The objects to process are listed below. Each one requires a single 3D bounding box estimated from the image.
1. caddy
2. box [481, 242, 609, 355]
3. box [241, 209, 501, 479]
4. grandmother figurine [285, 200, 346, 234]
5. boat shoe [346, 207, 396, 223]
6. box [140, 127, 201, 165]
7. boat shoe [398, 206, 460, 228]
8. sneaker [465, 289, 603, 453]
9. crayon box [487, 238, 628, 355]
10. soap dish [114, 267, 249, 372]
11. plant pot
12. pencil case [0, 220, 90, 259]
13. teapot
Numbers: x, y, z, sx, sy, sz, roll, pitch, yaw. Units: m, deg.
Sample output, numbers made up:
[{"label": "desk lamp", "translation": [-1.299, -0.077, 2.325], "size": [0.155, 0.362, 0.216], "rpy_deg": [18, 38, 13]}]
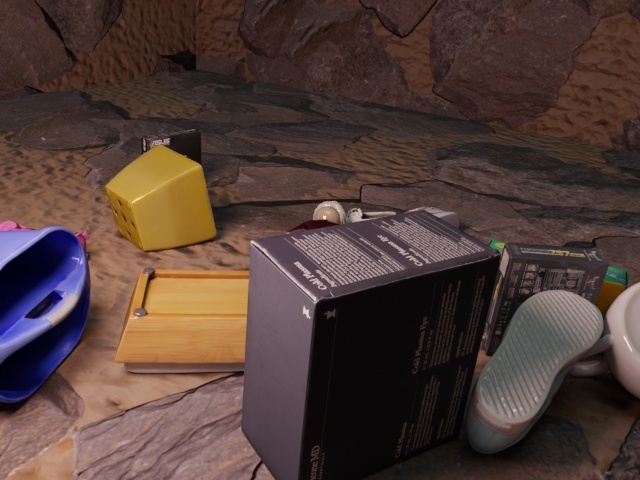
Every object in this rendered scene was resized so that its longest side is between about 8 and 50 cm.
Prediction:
[{"label": "caddy", "translation": [-0.504, 0.115, 1.065], "size": [0.179, 0.241, 0.341], "rpy_deg": [1, 24, 8]}, {"label": "box", "translation": [0.423, 0.121, 1.215], "size": [0.183, 0.232, 0.059], "rpy_deg": [4, 30, -1]}, {"label": "box", "translation": [0.064, 0.157, 0.936], "size": [0.312, 0.343, 0.179], "rpy_deg": [-11, 30, -32]}, {"label": "grandmother figurine", "translation": [0.000, 0.000, 1.557], "size": [0.208, 0.104, 0.342], "rpy_deg": [16, 31, 4]}, {"label": "boat shoe", "translation": [0.099, -0.054, 1.741], "size": [0.226, 0.076, 0.083], "rpy_deg": [0, 24, -10]}, {"label": "box", "translation": [-0.447, -0.235, 1.917], "size": [0.045, 0.184, 0.191], "rpy_deg": [26, 31, 37]}, {"label": "boat shoe", "translation": [0.270, -0.044, 1.751], "size": [0.258, 0.095, 0.084], "rpy_deg": [-1, 18, -38]}, {"label": "sneaker", "translation": [0.346, 0.215, 1.071], "size": [0.135, 0.150, 0.366], "rpy_deg": [39, 49, 25]}, {"label": "crayon box", "translation": [0.471, 0.114, 1.321], "size": [0.278, 0.165, 0.081], "rpy_deg": [14, 26, 22]}, {"label": "soap dish", "translation": [-0.223, 0.143, 1.194], "size": [0.291, 0.118, 0.229], "rpy_deg": [2, 24, -9]}, {"label": "plant pot", "translation": [-0.413, -0.090, 1.602], "size": [0.187, 0.212, 0.212], "rpy_deg": [-30, 39, -31]}, {"label": "pencil case", "translation": [-0.645, 0.006, 1.460], "size": [0.209, 0.095, 0.098], "rpy_deg": [10, 60, 8]}, {"label": "teapot", "translation": [0.615, 0.204, 1.143], "size": [0.256, 0.187, 0.252], "rpy_deg": [37, 65, 25]}]
